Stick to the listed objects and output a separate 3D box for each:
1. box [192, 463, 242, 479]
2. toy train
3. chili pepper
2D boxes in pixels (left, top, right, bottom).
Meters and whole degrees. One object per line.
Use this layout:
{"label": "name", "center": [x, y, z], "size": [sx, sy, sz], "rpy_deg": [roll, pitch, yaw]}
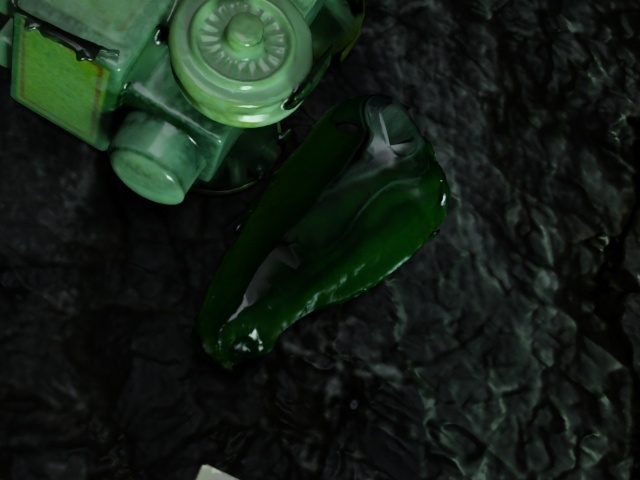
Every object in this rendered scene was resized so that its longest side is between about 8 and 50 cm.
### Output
{"label": "box", "center": [-0.008, 0.243, 0.831], "size": [0.212, 0.095, 0.168], "rpy_deg": [25, 60, -2]}
{"label": "toy train", "center": [-0.070, -0.157, 0.965], "size": [0.188, 0.159, 0.272], "rpy_deg": [30, 67, 0]}
{"label": "chili pepper", "center": [0.000, 0.001, 0.963], "size": [0.108, 0.062, 0.216], "rpy_deg": [38, 65, 5]}
